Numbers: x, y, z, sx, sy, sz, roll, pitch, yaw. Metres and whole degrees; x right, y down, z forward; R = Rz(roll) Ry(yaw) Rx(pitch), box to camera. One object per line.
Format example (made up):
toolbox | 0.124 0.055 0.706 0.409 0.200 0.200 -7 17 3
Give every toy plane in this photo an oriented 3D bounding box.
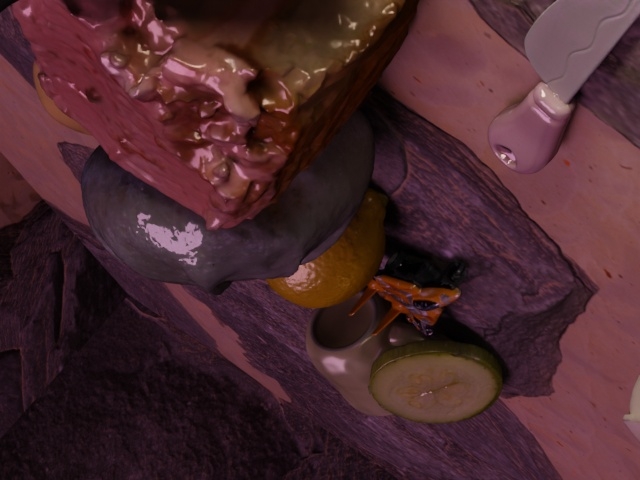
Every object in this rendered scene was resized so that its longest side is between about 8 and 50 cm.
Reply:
toy plane | 0.143 0.069 1.693 0.204 0.103 0.316 41 158 -10

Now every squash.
squash | 0.187 0.231 1.899 0.219 0.041 0.219 2 144 2

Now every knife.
knife | 0.212 -0.152 1.030 0.081 0.043 0.336 44 160 11

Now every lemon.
lemon | 0.000 0.000 1.667 0.187 0.187 0.244 44 131 -13

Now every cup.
cup | 0.107 0.205 2.001 0.255 0.173 0.202 27 162 42

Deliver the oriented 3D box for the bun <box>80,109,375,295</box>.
bun | -0.102 -0.062 1.413 0.362 0.362 0.211 13 122 60

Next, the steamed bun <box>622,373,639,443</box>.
steamed bun | 0.441 0.193 1.178 0.241 0.164 0.146 47 162 -18

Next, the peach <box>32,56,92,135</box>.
peach | -0.271 -0.224 1.474 0.184 0.184 0.184 37 165 12

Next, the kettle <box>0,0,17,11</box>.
kettle | -0.135 -0.312 0.841 0.308 0.203 0.262 -4 117 15

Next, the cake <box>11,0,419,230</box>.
cake | -0.103 -0.208 1.124 0.307 0.293 0.314 37 159 2
